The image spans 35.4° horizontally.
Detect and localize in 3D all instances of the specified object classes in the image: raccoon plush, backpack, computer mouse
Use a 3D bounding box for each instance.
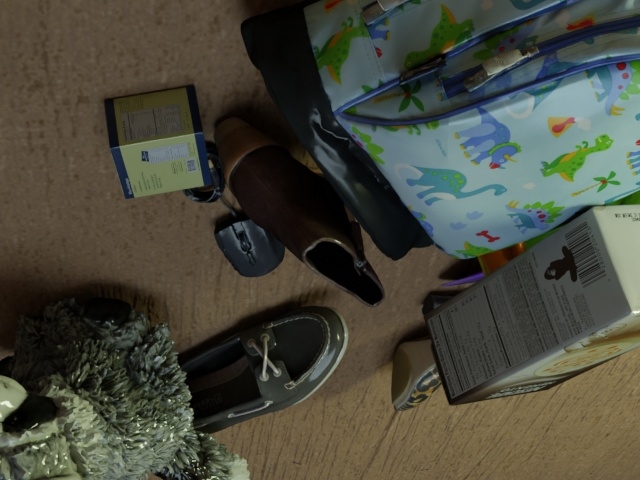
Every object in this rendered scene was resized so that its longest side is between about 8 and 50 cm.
[{"bbox_3d":[-0.220,0.264,1.142,0.446,0.299,0.216,36,119,-27],"label":"raccoon plush"},{"bbox_3d":[0.164,-0.132,0.829,0.355,0.273,0.290,-32,140,6],"label":"backpack"},{"bbox_3d":[-0.091,-0.021,1.071,0.071,0.041,0.242,-17,148,8],"label":"computer mouse"}]

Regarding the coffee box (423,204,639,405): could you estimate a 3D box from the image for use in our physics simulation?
[{"bbox_3d":[0.227,0.063,0.922,0.141,0.098,0.246,-3,157,-32],"label":"coffee box"}]

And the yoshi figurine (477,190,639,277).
[{"bbox_3d":[0.361,-0.020,1.087,0.362,0.204,0.203,-22,149,20],"label":"yoshi figurine"}]

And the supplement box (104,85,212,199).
[{"bbox_3d":[-0.148,-0.089,0.923,0.083,0.056,0.083,-10,149,-6],"label":"supplement box"}]

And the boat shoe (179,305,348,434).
[{"bbox_3d":[-0.109,0.184,1.317,0.335,0.112,0.095,-31,161,31],"label":"boat shoe"}]

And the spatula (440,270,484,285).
[{"bbox_3d":[0.265,0.052,1.210,0.084,0.030,0.296,-6,-173,-32],"label":"spatula"}]

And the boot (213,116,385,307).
[{"bbox_3d":[0.000,0.000,0.971,0.090,0.207,0.248,-42,141,6],"label":"boot"}]

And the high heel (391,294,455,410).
[{"bbox_3d":[0.210,0.173,1.442,0.186,0.093,0.261,4,137,-15],"label":"high heel"}]
